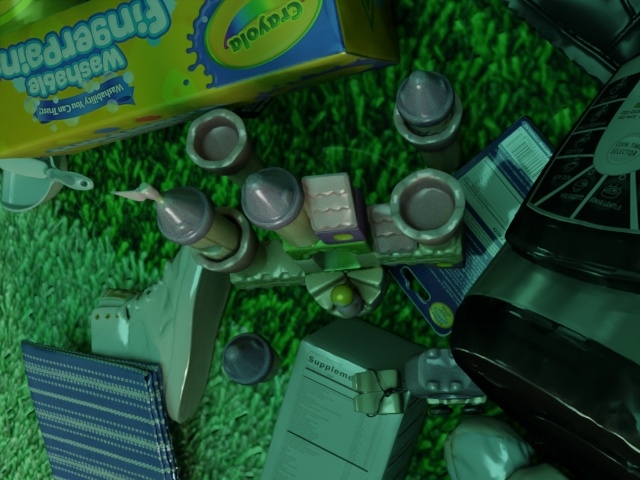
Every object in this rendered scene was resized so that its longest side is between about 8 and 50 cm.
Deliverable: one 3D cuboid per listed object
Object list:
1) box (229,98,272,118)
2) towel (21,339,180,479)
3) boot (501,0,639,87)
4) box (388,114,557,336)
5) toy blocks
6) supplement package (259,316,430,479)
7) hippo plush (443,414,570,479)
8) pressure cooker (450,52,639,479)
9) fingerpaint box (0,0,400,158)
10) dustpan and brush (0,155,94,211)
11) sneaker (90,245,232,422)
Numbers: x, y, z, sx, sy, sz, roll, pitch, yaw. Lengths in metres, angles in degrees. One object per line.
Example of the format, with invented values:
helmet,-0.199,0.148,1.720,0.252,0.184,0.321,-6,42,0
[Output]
box,-0.113,-0.335,0.922,0.307,0.076,0.242,49,113,10
towel,-0.283,0.299,1.077,0.243,0.040,0.335,5,113,30
boot,0.285,-0.271,0.740,0.246,0.094,0.207,42,116,6
box,0.178,-0.011,0.861,0.225,0.036,0.136,-41,80,23
toy blocks,0.000,0.000,0.727,0.289,0.260,0.308,-5,73,14
supplement package,0.031,0.230,0.910,0.139,0.134,0.244,23,106,20
hippo plush,0.164,0.334,0.763,0.236,0.234,0.294,-43,108,-3
pressure cooker,0.346,0.020,0.587,0.370,0.375,0.420,37,83,15
fingerpaint box,-0.181,-0.310,0.822,0.445,0.163,0.370,-10,94,25
dustpan and brush,-0.380,-0.098,1.087,0.211,0.060,0.147,14,103,22
sneaker,-0.213,0.076,1.014,0.169,0.108,0.292,22,107,17
